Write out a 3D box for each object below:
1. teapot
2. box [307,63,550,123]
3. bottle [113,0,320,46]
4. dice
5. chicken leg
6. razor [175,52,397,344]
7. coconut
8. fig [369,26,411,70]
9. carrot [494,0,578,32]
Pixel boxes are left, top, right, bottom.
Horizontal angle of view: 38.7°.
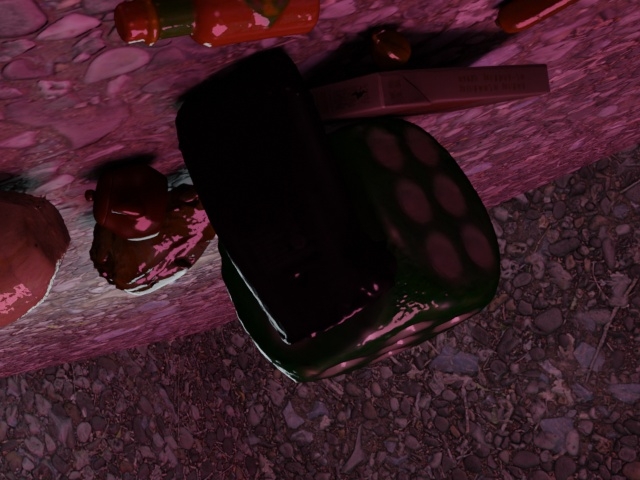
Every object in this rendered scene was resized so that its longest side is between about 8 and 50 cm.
[{"bbox_3d":[-0.278,-0.058,1.288,0.116,0.116,0.173,-18,-162,-11],"label":"teapot"},{"bbox_3d":[0.136,-0.204,1.280,0.365,0.051,0.205,-12,-174,-42],"label":"box"},{"bbox_3d":[-0.093,-0.209,0.827,0.187,0.069,0.069,-17,171,-26],"label":"bottle"},{"bbox_3d":[0.054,0.015,1.286,0.300,0.297,0.287,-32,166,32],"label":"dice"},{"bbox_3d":[-0.206,-0.045,1.449,0.429,0.152,0.201,-32,180,24],"label":"chicken leg"},{"bbox_3d":[-0.047,-0.048,1.090,0.189,0.326,0.107,-28,175,27],"label":"razor"},{"bbox_3d":[-0.431,0.025,1.183,0.194,0.194,0.194,-20,172,-3],"label":"coconut"},{"bbox_3d":[0.081,-0.241,1.118,0.050,0.050,0.083,-22,160,16],"label":"fig"},{"bbox_3d":[0.337,-0.332,1.158,0.248,0.043,0.043,-26,170,20],"label":"carrot"}]
